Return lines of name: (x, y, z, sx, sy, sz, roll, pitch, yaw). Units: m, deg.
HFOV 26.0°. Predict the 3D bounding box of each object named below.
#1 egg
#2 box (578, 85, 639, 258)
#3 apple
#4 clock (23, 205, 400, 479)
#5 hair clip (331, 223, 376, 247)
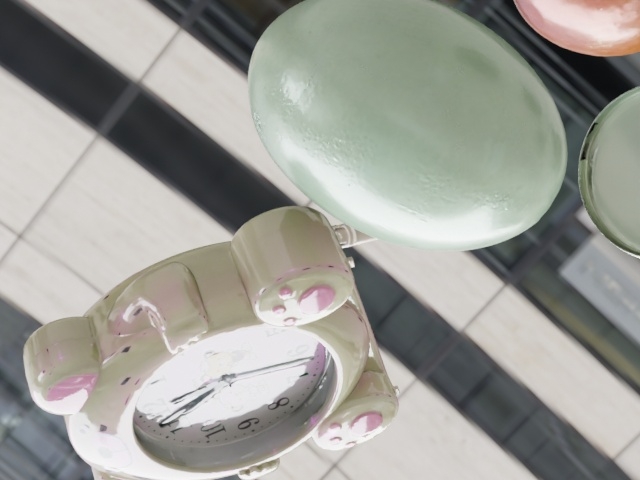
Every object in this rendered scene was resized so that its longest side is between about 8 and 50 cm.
egg: (0.072, -0.101, 1.169, 0.282, 0.203, 0.203, 24, -161, 2)
box: (0.458, -0.085, 1.760, 0.149, 0.226, 0.226, -1, -135, -52)
apple: (0.316, -0.326, 1.497, 0.206, 0.252, 0.272, 15, 148, 28)
clock: (-0.098, 0.122, 1.302, 0.284, 0.309, 0.114, 69, 178, -49)
hair clip: (0.000, 0.000, 1.791, 0.072, 0.226, 0.034, -14, -87, -74)
